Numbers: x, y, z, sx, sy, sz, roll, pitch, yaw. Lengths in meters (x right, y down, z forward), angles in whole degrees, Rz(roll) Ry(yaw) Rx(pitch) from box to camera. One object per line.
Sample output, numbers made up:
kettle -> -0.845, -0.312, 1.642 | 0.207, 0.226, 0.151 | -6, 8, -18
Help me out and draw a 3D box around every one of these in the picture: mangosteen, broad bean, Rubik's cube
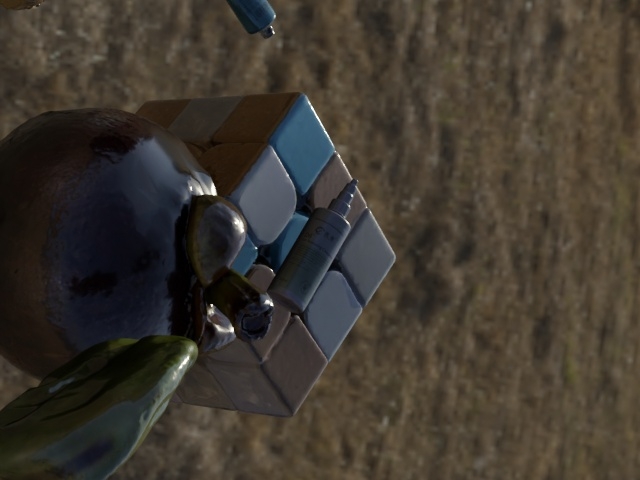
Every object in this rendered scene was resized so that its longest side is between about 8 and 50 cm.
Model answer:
mangosteen -> -0.211, 0.004, 1.349 | 0.297, 0.293, 0.297 | 50, 27, -38
broad bean -> -0.175, 0.127, 1.063 | 0.207, 0.153, 0.072 | -48, 126, -43
Rubik's cube -> -0.155, 0.016, 2.001 | 0.344, 0.347, 0.346 | -54, 130, -33

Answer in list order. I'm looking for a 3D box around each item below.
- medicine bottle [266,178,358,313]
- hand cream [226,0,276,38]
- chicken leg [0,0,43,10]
medicine bottle -> 0.000, 0.000, 1.771 | 0.199, 0.057, 0.057 | -59, 150, -20
hand cream -> -0.130, -0.379, 1.897 | 0.224, 0.048, 0.083 | 58, 46, -23
chicken leg -> -0.464, -0.446, 2.146 | 0.087, 0.251, 0.107 | -36, 89, -31
